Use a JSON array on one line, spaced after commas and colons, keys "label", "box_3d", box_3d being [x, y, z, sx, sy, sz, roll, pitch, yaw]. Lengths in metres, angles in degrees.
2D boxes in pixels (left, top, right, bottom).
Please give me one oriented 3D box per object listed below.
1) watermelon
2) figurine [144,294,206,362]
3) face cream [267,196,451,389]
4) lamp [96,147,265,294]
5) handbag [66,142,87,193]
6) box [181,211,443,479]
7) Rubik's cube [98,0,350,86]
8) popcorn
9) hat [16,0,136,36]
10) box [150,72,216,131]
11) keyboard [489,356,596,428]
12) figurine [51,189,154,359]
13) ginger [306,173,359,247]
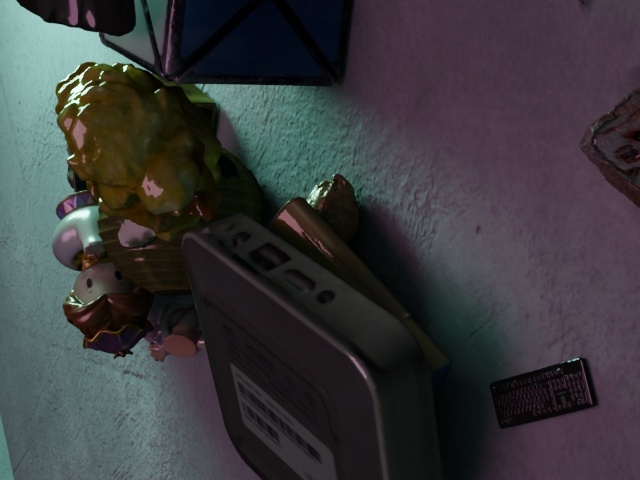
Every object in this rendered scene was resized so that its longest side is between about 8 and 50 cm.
[{"label": "watermelon", "box_3d": [0.284, -0.092, 0.906, 0.071, 0.139, 0.187, -79, -9, -76]}, {"label": "figurine", "box_3d": [-0.247, 0.112, 1.818, 0.276, 0.133, 0.200, 39, 140, 46]}, {"label": "face cream", "box_3d": [0.038, 0.086, 1.327, 0.285, 0.067, 0.139, 47, 143, 22]}, {"label": "lamp", "box_3d": [-0.205, -0.059, 1.618, 0.250, 0.250, 0.284, -21, 70, 58]}, {"label": "handbag", "box_3d": [-0.395, -0.123, 1.967, 0.329, 0.122, 0.303, -152, 60, -76]}, {"label": "box", "box_3d": [-0.011, 0.195, 1.319, 0.396, 0.111, 0.396, 32, 141, 45]}, {"label": "Rubik's cube", "box_3d": [-0.122, -0.349, 1.417, 0.255, 0.259, 0.260, 34, 120, 51]}, {"label": "popcorn", "box_3d": [-0.218, -0.118, 1.387, 0.266, 0.192, 0.233, 41, 166, 35]}, {"label": "hat", "box_3d": [-0.267, -0.458, 1.306, 0.366, 0.257, 0.381, 19, 140, 40]}, {"label": "box", "box_3d": [-0.244, -0.143, 1.828, 0.159, 0.071, 0.240, 44, 132, 52]}, {"label": "keyboard", "box_3d": [0.228, 0.160, 1.140, 0.155, 0.010, 0.053, -33, 65, 57]}, {"label": "figurine", "box_3d": [-0.340, 0.057, 1.720, 0.189, 0.142, 0.263, 89, 164, -66]}, {"label": "ginger", "box_3d": [0.000, -0.001, 1.441, 0.095, 0.069, 0.190, 61, 142, 39]}]
